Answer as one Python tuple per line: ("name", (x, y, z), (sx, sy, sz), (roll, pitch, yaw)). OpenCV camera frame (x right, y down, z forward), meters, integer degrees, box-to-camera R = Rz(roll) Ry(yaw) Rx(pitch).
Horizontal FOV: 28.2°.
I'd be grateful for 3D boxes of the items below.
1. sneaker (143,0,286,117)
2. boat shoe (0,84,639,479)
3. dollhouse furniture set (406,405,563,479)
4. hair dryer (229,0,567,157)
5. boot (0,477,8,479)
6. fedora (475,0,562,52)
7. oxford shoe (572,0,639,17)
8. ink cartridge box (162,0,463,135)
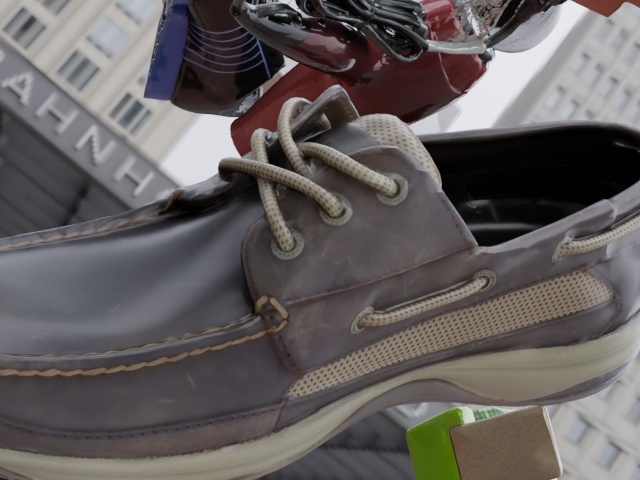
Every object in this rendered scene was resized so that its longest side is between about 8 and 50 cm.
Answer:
("sneaker", (-0.058, -0.158, 0.859), (0.091, 0.081, 0.232), (12, -25, -11))
("boat shoe", (0.000, 0.000, 0.520), (0.132, 0.355, 0.130), (44, -49, 43))
("dollhouse furniture set", (0.222, 0.238, 1.179), (0.151, 0.197, 0.301), (-19, -14, 24))
("hair dryer", (0.017, -0.129, 0.800), (0.293, 0.224, 0.080), (132, -51, -57))
("boot", (-0.301, 0.109, 0.882), (0.207, 0.246, 0.094), (42, -35, 31))
("fedora", (0.180, -0.325, 1.606), (0.244, 0.275, 0.124), (32, -33, -10))
("oxford shoe", (0.299, -0.187, 0.814), (0.397, 0.140, 0.146), (24, -38, 10))
("ink cartridge box", (0.027, -0.222, 1.310), (0.296, 0.261, 0.066), (45, -33, -7))
